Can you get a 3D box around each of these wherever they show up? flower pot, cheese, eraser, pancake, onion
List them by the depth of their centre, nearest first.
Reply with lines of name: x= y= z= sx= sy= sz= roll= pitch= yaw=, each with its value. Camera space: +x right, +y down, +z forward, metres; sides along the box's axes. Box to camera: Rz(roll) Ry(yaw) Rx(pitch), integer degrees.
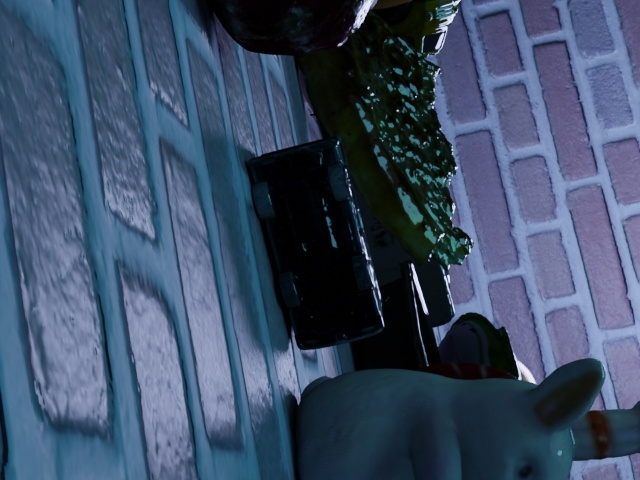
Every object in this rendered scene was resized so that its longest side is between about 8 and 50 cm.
onion: x=0.005 y=-0.216 z=1.007 sx=0.135 sy=0.198 sz=0.173 roll=78 pitch=22 yaw=-53
flower pot: x=0.095 y=0.153 z=1.501 sx=0.178 sy=0.084 sz=0.250 roll=-95 pitch=168 yaw=-45
pancake: x=0.085 y=-0.164 z=1.573 sx=0.305 sy=0.067 sz=0.426 roll=27 pitch=43 yaw=-40
cheese: x=0.179 y=0.217 z=1.677 sx=0.320 sy=0.083 sz=0.203 roll=124 pitch=-37 yaw=-51
eraser: x=0.109 y=-0.008 z=1.769 sx=0.352 sy=0.111 sz=0.077 roll=-92 pitch=168 yaw=-56

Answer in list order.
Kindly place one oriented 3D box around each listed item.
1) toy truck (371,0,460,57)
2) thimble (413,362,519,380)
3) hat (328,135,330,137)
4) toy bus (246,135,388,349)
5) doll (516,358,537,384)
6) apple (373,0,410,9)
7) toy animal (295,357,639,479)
toy truck: x=0.093 y=-0.314 z=1.803 sx=0.147 sy=0.224 sz=0.165 roll=-23 pitch=118 yaw=-40
thimble: x=0.110 y=0.204 z=1.137 sx=0.163 sy=0.190 sz=0.125 roll=47 pitch=-23 yaw=50
hat: x=0.041 y=-0.166 z=1.713 sx=0.162 sy=0.094 sz=0.112 roll=-130 pitch=-147 yaw=-65
toy bus: x=0.000 y=0.000 z=1.041 sx=0.092 sy=0.079 sz=0.160 roll=-63 pitch=138 yaw=-80
doll: x=0.224 y=0.274 z=1.894 sx=0.213 sy=0.214 sz=0.236 roll=65 pitch=28 yaw=-60
apple: x=0.036 y=-0.368 z=1.287 sx=0.264 sy=0.264 sz=0.264 roll=-13 pitch=90 yaw=-83
toy animal: x=0.115 y=0.164 z=0.947 sx=0.140 sy=0.283 sz=0.138 roll=62 pitch=32 yaw=-58
